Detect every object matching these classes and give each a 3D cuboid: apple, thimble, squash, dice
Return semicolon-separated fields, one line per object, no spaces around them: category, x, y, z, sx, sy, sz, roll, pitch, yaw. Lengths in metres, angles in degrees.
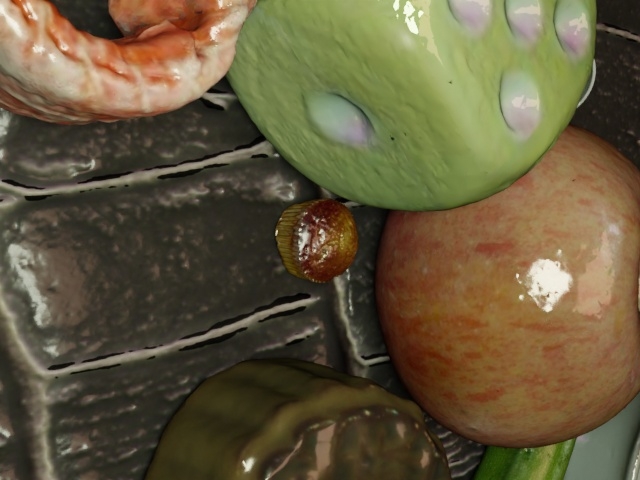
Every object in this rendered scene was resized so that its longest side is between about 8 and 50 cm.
apple;0.219;0.045;1.007;0.345;0.269;0.345;-3;94;-40
thimble;-0.174;-0.202;0.744;0.239;0.162;0.239;0;90;-38
squash;0.223;0.285;1.138;0.101;0.101;0.379;37;67;-35
dice;0.078;-0.190;0.881;0.250;0.252;0.254;-54;128;-27

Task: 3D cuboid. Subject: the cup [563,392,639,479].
cup;0.428;0.302;1.264;0.347;0.163;0.347;-4;96;-38

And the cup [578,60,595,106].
cup;0.216;-0.192;1.075;0.136;0.133;0.099;-14;117;6

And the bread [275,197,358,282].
bread;0.000;0.000;0.964;0.085;0.053;0.085;-3;95;-39

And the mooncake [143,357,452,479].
mooncake;-0.015;0.258;0.903;0.290;0.161;0.290;-3;95;-37
